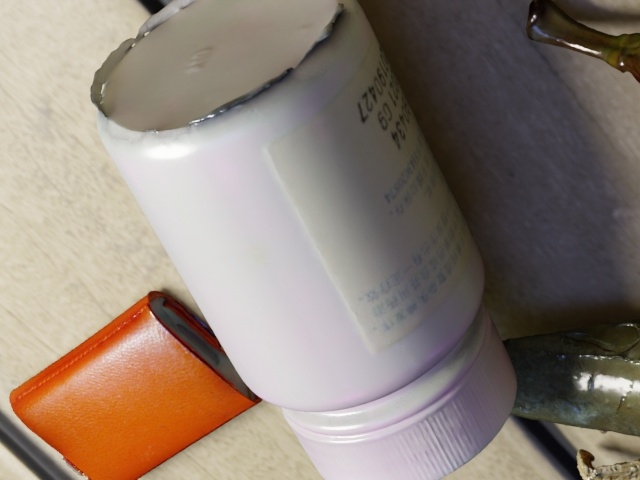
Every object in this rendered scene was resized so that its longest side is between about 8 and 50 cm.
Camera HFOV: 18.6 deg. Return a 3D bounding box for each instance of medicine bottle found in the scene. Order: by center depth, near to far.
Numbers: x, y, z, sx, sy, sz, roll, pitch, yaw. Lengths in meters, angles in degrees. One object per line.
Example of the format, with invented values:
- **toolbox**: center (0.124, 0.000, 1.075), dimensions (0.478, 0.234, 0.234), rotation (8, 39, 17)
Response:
- **medicine bottle**: center (0.000, 0.000, 1.493), dimensions (0.213, 0.213, 0.378), rotation (-13, 123, 24)

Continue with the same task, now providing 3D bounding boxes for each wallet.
- **wallet**: center (-0.167, 0.139, 1.760), dimensions (0.142, 0.045, 0.204), rotation (43, 125, -18)

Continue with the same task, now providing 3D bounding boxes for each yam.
- **yam**: center (0.268, 0.115, 1.590), dimensions (0.259, 0.106, 0.106), rotation (9, 133, 33)

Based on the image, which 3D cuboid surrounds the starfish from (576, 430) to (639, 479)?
- **starfish**: center (0.327, 0.200, 1.676), dimensions (0.210, 0.053, 0.150), rotation (24, 135, -8)

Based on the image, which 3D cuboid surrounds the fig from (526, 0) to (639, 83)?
- **fig**: center (0.286, -0.134, 1.363), dimensions (0.321, 0.217, 0.217), rotation (19, 137, 38)
